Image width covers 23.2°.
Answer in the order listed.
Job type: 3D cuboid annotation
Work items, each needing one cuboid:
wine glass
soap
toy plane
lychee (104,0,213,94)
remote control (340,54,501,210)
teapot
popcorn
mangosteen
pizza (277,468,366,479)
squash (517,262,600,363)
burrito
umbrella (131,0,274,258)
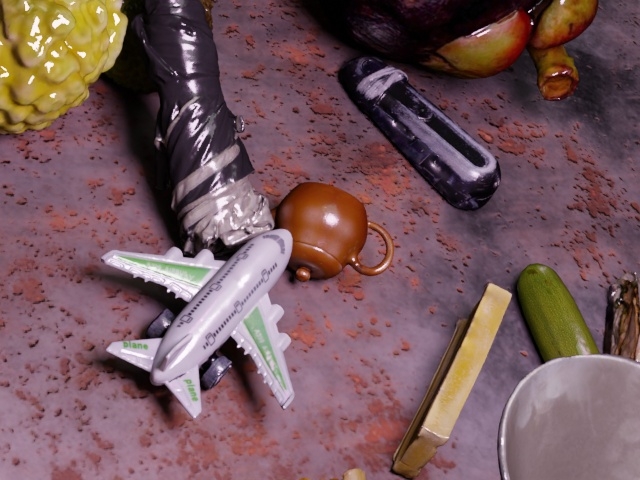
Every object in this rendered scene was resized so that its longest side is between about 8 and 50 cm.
[{"bbox_3d":[0.192,0.319,1.434,0.267,0.406,0.267,14,48,-16],"label":"wine glass"},{"bbox_3d":[0.149,0.158,1.760,0.037,0.092,0.252,31,45,0],"label":"soap"},{"bbox_3d":[-0.112,0.075,1.672,0.251,0.101,0.255,38,52,5],"label":"toy plane"},{"bbox_3d":[-0.202,-0.259,1.859,0.171,0.171,0.171,15,48,-17],"label":"lychee"},{"bbox_3d":[0.132,-0.153,2.022,0.266,0.066,0.090,47,43,12],"label":"remote control"},{"bbox_3d":[0.000,0.000,1.803,0.173,0.116,0.116,17,45,8],"label":"teapot"},{"bbox_3d":[-0.339,-0.241,1.743,0.212,0.259,0.259,0,54,-42],"label":"popcorn"},{"bbox_3d":[0.193,-0.385,2.032,0.435,0.382,0.382,31,46,1],"label":"mangosteen"},{"bbox_3d":[-0.030,0.316,1.559,0.134,0.056,0.271,51,47,5],"label":"pizza"},{"bbox_3d":[0.301,0.131,1.882,0.066,0.066,0.252,-3,56,-30],"label":"squash"},{"bbox_3d":[0.438,0.192,1.887,0.175,0.107,0.348,-15,64,-52],"label":"burrito"},{"bbox_3d":[-0.145,-0.157,1.766,0.113,0.106,0.358,-14,90,-16],"label":"umbrella"}]
